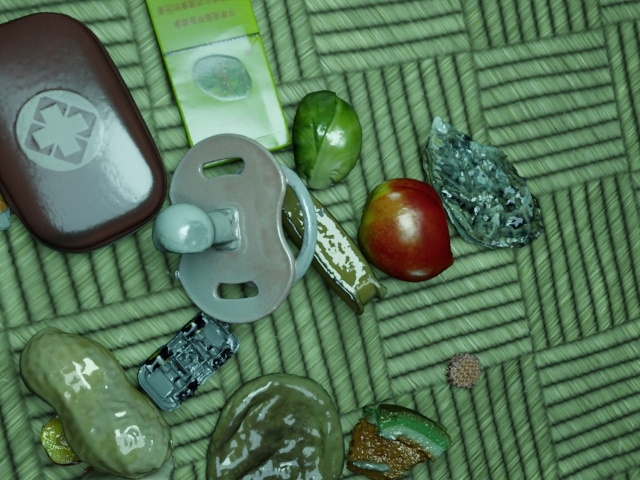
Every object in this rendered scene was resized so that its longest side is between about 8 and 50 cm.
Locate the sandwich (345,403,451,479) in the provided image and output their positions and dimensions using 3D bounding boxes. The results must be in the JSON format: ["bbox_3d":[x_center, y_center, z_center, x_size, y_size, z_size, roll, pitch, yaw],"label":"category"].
[{"bbox_3d":[0.155,0.408,1.187,0.185,0.109,0.159,23,83,-13],"label":"sandwich"}]

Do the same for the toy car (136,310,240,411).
[{"bbox_3d":[-0.242,0.213,1.093,0.191,0.100,0.097,-43,101,-30],"label":"toy car"}]

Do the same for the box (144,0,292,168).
[{"bbox_3d":[-0.188,-0.313,1.118,0.187,0.047,0.334,-18,95,-14],"label":"box"}]

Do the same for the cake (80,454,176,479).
[{"bbox_3d":[-0.349,0.509,1.035,0.160,0.158,0.261,9,90,-10],"label":"cake"}]

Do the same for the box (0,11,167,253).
[{"bbox_3d":[-0.435,-0.180,1.024,0.263,0.108,0.403,-28,98,-12],"label":"box"}]

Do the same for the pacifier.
[{"bbox_3d":[-0.164,-0.017,1.026,0.273,0.220,0.331,-7,93,-30],"label":"pacifier"}]

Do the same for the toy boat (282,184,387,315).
[{"bbox_3d":[0.000,0.000,1.136,0.089,0.121,0.321,-39,86,-11],"label":"toy boat"}]

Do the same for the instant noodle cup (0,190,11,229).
[{"bbox_3d":[-0.604,-0.088,0.961,0.126,0.177,0.208,-26,79,1],"label":"instant noodle cup"}]

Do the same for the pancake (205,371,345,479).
[{"bbox_3d":[-0.078,0.397,1.157,0.295,0.049,0.294,0,92,-16],"label":"pancake"}]

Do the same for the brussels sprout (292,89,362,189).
[{"bbox_3d":[0.007,-0.187,1.117,0.131,0.145,0.183,-1,90,-20],"label":"brussels sprout"}]

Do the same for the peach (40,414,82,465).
[{"bbox_3d":[-0.436,0.348,1.057,0.098,0.061,0.098,11,54,-16],"label":"peach"}]

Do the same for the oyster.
[{"bbox_3d":[0.313,-0.114,1.209,0.351,0.158,0.162,46,45,-24],"label":"oyster"}]

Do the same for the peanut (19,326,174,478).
[{"bbox_3d":[-0.379,0.269,1.013,0.149,0.149,0.313,-41,82,-11],"label":"peanut"}]

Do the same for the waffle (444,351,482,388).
[{"bbox_3d":[0.301,0.272,1.263,0.083,0.029,0.075,13,91,-17],"label":"waffle"}]

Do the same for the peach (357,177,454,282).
[{"bbox_3d":[0.168,-0.021,1.142,0.193,0.190,0.190,22,85,-10],"label":"peach"}]
